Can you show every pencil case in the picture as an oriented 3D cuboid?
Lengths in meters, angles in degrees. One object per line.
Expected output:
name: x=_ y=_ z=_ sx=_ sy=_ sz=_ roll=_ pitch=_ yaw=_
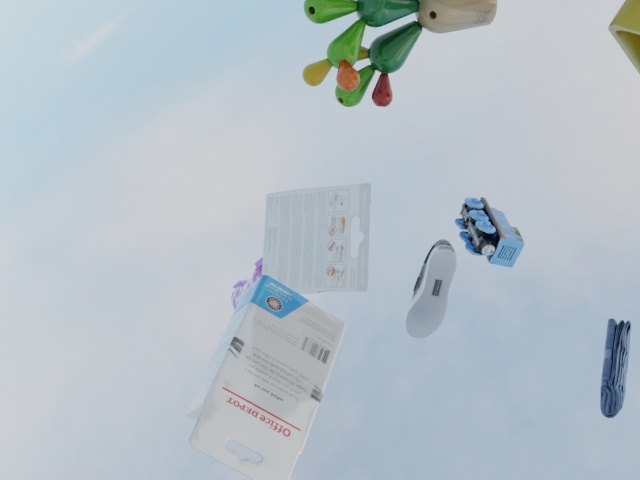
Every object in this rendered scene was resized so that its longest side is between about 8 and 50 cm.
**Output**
pencil case: x=-0.101 y=0.088 z=1.206 sx=0.086 sy=0.088 sz=0.206 roll=-50 pitch=-177 yaw=-25

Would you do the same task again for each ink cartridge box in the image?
ink cartridge box: x=-0.055 y=0.137 z=0.659 sx=0.060 sy=0.104 sz=0.180 roll=-38 pitch=-157 yaw=53
ink cartridge box: x=0.000 y=0.000 z=0.945 sx=0.179 sy=0.045 sz=0.145 roll=-3 pitch=-99 yaw=34

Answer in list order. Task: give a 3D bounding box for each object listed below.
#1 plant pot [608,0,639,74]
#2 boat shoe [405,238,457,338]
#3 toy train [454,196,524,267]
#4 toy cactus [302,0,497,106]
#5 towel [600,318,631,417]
plant pot: x=0.367 y=-0.175 z=0.483 sx=0.212 sy=0.212 sz=0.187 roll=32 pitch=-77 yaw=34
boat shoe: x=0.233 y=0.099 z=1.467 sx=0.080 sy=0.229 sz=0.076 roll=10 pitch=-153 yaw=1
toy train: x=0.344 y=-0.021 z=1.420 sx=0.184 sy=0.105 sz=0.080 roll=-95 pitch=-158 yaw=-58
toy cactus: x=0.076 y=-0.211 z=0.622 sx=0.180 sy=0.219 sz=0.112 roll=-5 pitch=-143 yaw=-16
towel: x=0.374 y=0.161 z=0.877 sx=0.029 sy=0.067 sz=0.119 roll=4 pitch=-138 yaw=25
